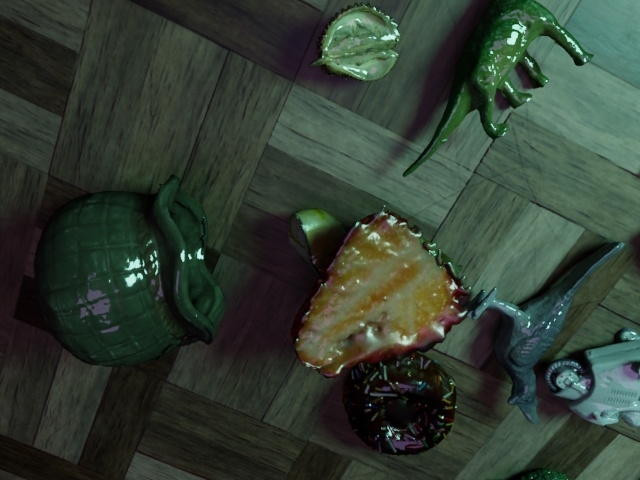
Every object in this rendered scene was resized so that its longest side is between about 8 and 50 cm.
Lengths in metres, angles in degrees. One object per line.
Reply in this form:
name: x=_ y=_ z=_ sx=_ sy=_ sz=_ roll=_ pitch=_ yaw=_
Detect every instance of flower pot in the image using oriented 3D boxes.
flower pot: x=-0.283 y=0.053 z=0.732 sx=0.213 sy=0.302 sz=0.301 roll=-13 pitch=110 yaw=-4

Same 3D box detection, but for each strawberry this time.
strawberry: x=0.097 y=0.095 z=0.772 sx=0.253 sy=0.150 sz=0.280 roll=27 pitch=98 yaw=-17

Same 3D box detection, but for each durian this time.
durian: x=0.044 y=-0.285 z=0.679 sx=0.140 sy=0.071 sz=0.110 roll=-21 pitch=114 yaw=-2

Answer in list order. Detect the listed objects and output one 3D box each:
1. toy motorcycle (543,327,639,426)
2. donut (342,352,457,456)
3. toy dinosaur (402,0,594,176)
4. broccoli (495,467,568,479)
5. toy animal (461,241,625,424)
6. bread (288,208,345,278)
toy motorcycle: x=0.556 y=0.264 z=0.835 sx=0.260 sy=0.110 sz=0.170 roll=-17 pitch=107 yaw=20
donut: x=0.154 y=0.328 z=0.903 sx=0.235 sy=0.089 sz=0.235 roll=2 pitch=113 yaw=4
toy dinosaur: x=0.223 y=-0.317 z=0.646 sx=0.447 sy=0.087 sz=0.301 roll=-41 pitch=104 yaw=11
broccoli: x=0.471 y=0.630 z=0.938 sx=0.254 sy=0.269 sz=0.269 roll=-32 pitch=106 yaw=20
toy animal: x=0.363 y=0.142 z=0.822 sx=0.206 sy=0.081 sz=0.367 roll=18 pitch=104 yaw=2
bread: x=0.000 y=0.000 z=0.787 sx=0.094 sy=0.083 sz=0.157 roll=-41 pitch=130 yaw=-2
